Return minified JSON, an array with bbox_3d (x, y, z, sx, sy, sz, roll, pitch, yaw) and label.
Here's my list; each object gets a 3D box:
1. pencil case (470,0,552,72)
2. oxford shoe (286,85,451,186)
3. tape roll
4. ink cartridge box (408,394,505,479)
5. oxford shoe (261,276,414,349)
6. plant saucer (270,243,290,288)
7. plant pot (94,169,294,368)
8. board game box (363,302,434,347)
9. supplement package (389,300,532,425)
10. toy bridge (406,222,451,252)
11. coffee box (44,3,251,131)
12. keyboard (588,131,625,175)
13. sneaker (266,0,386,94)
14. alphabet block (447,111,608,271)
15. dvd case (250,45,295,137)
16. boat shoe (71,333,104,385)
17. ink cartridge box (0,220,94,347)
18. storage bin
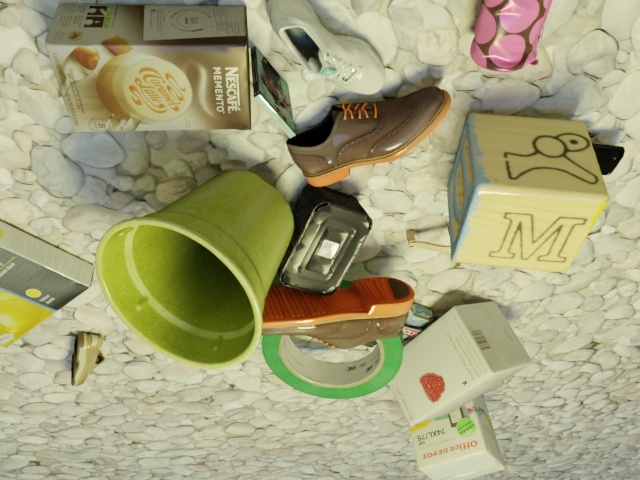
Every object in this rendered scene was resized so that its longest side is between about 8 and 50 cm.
[{"bbox_3d":[0.270,-0.330,0.764,0.098,0.095,0.209,24,145,17],"label":"pencil case"},{"bbox_3d":[0.071,-0.177,0.912,0.271,0.097,0.098,-26,131,20],"label":"oxford shoe"},{"bbox_3d":[0.029,0.233,1.330,0.321,0.077,0.321,3,126,4],"label":"tape roll"},{"bbox_3d":[0.373,0.522,1.651,0.198,0.270,0.197,-23,138,17],"label":"ink cartridge box"},{"bbox_3d":[0.008,0.162,1.127,0.363,0.130,0.133,-2,120,-14],"label":"oxford shoe"},{"bbox_3d":[-0.086,0.077,1.153,0.194,0.037,0.195,-9,112,-23],"label":"plant saucer"},{"bbox_3d":[-0.171,0.019,0.944,0.276,0.254,0.276,11,127,16],"label":"plant pot"},{"bbox_3d":[0.176,0.188,1.387,0.194,0.060,0.194,20,133,-29],"label":"board game box"},{"bbox_3d":[0.325,0.304,1.423,0.175,0.178,0.293,-1,144,-41],"label":"supplement package"},{"bbox_3d":[0.272,-0.007,1.168,0.188,0.063,0.026,-10,140,4],"label":"toy bridge"},{"bbox_3d":[-0.220,-0.234,0.790,0.246,0.098,0.141,-3,140,-6],"label":"coffee box"},{"bbox_3d":[0.444,-0.167,1.033,0.192,0.038,0.100,6,146,-2],"label":"keyboard"},{"bbox_3d":[0.012,-0.253,0.810,0.212,0.094,0.080,25,129,-34],"label":"sneaker"},{"bbox_3d":[0.331,-0.080,0.971,0.197,0.192,0.193,6,142,2],"label":"alphabet block"},{"bbox_3d":[-0.068,-0.212,0.825,0.013,0.119,0.087,-26,136,20],"label":"dvd case"},{"bbox_3d":[-0.556,0.291,1.389,0.072,0.068,0.190,2,140,-29],"label":"boat shoe"},{"bbox_3d":[-0.659,0.074,1.111,0.303,0.072,0.307,-31,137,26],"label":"ink cartridge box"},{"bbox_3d":[0.000,0.000,1.071,0.122,0.084,0.180,17,114,-27],"label":"storage bin"}]
